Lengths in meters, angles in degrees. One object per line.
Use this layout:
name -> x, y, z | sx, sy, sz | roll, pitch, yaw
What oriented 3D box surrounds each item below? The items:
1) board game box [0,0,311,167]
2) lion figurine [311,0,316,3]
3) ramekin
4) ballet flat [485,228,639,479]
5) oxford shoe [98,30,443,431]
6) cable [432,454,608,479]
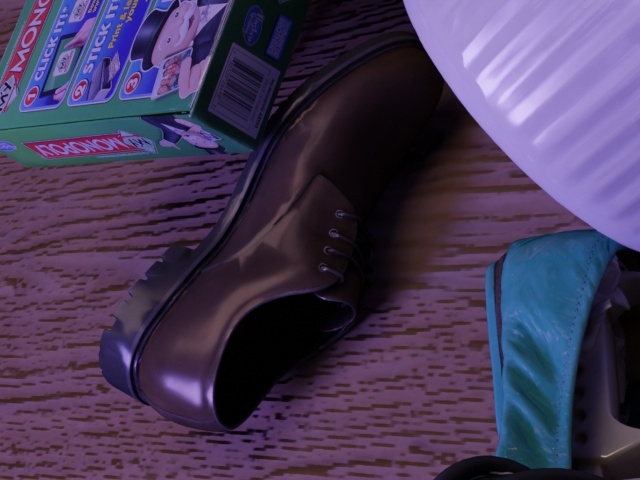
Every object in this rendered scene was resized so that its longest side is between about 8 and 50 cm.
board game box -> -0.060, -0.192, 1.047 | 0.213, 0.046, 0.317 | -1, 65, 52
lion figurine -> 0.073, -0.263, 1.107 | 0.240, 0.142, 0.392 | -1, 69, 41
ramekin -> 0.126, -0.090, 0.770 | 0.109, 0.207, 0.207 | -43, 31, 26
ballet flat -> 0.103, 0.086, 0.720 | 0.087, 0.083, 0.247 | -20, 42, 26
oxford shoe -> 0.000, 0.000, 0.955 | 0.096, 0.083, 0.227 | 28, 78, 38
cable -> 0.077, 0.153, 0.628 | 0.150, 0.184, 0.047 | -63, -9, -2
